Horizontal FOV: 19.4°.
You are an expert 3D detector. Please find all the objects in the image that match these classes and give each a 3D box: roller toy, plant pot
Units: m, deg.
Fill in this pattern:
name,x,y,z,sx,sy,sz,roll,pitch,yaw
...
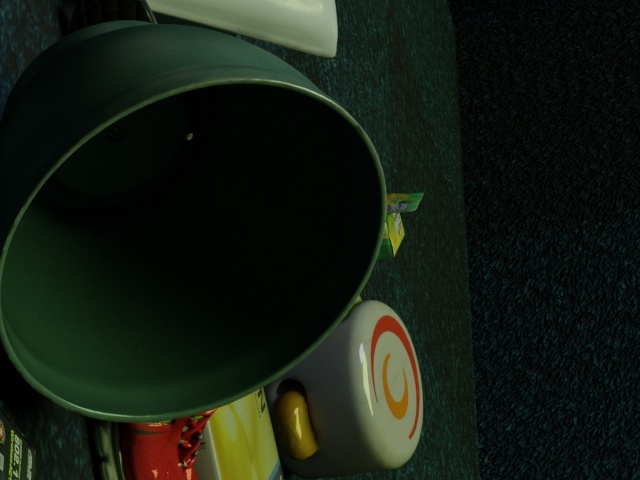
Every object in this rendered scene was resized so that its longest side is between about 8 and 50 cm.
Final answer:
name,x,y,z,sx,sy,sz,roll,pitch,yaw
roller toy,0.018,0.170,2.086,0.191,0.146,0.209,51,35,-49
plant pot,-0.124,-0.042,1.369,0.196,0.293,0.293,55,-10,45

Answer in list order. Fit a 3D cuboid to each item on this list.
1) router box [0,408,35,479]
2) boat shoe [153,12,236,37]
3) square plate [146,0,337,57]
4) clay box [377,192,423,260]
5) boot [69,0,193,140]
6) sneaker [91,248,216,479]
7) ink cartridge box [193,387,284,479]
name,x,y,z,sx,sy,sz,roll,pitch,yaw
router box,-0.222,0.171,1.215,0.092,0.038,0.122,65,19,-54
boat shoe,-0.143,-0.302,1.850,0.102,0.108,0.301,-11,83,-77
square plate,-0.114,-0.365,1.765,0.347,0.049,0.344,9,67,-47
clay box,0.000,0.000,1.944,0.127,0.222,0.053,-54,132,-77
boot,-0.147,-0.130,1.690,0.161,0.083,0.246,-70,144,-67
sneaker,-0.123,0.134,1.518,0.107,0.118,0.279,-63,141,-70
ink cartridge box,-0.086,0.194,1.775,0.307,0.072,0.304,-51,130,-72
